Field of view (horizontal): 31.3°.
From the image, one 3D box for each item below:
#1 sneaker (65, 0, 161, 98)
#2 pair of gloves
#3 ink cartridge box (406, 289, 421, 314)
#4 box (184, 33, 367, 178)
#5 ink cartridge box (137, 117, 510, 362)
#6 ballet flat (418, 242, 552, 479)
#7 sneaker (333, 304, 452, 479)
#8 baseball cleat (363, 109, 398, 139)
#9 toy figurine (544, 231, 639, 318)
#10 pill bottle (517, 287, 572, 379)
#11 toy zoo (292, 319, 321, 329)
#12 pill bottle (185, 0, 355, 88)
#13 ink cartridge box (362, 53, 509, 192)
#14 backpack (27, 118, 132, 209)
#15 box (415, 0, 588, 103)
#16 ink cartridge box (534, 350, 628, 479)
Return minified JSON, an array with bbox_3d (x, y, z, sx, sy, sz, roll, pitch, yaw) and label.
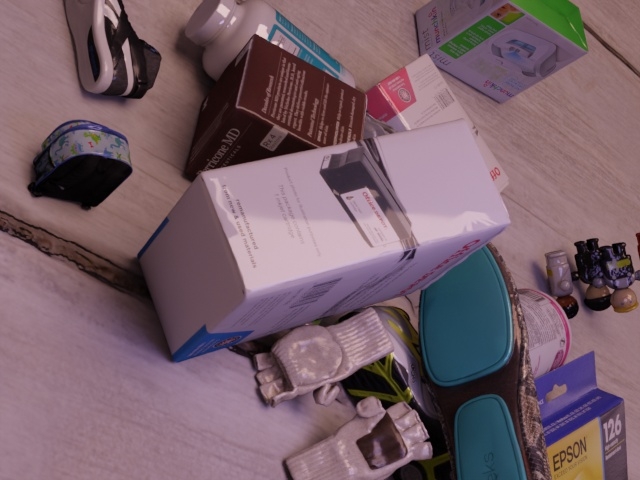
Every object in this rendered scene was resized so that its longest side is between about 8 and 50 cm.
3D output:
[{"bbox_3d":[-0.291,-0.300,1.635,0.121,0.079,0.216,9,68,-48],"label":"sneaker"},{"bbox_3d":[0.029,0.224,1.584,0.204,0.042,0.240,-16,76,-15],"label":"pair of gloves"},{"bbox_3d":[0.200,0.056,1.925,0.090,0.092,0.143,47,39,-15],"label":"ink cartridge box"},{"bbox_3d":[-0.062,-0.156,1.678,0.203,0.168,0.167,25,46,-19],"label":"box"},{"bbox_3d":[0.000,0.000,1.488,0.395,0.285,0.166,-14,76,-30],"label":"ink cartridge box"},{"bbox_3d":[0.242,0.227,1.619,0.182,0.164,0.482,44,32,-49],"label":"ballet flat"},{"bbox_3d":[0.165,0.262,1.712,0.147,0.145,0.384,-22,85,-51],"label":"sneaker"},{"bbox_3d":[0.099,-0.119,1.913,0.072,0.109,0.205,-27,89,-57],"label":"baseball cleat"},{"bbox_3d":[0.557,0.075,2.221,0.210,0.213,0.148,-16,95,-48],"label":"toy figurine"},{"bbox_3d":[0.282,0.180,1.880,0.283,0.160,0.160,-13,76,-50],"label":"pill bottle"},{"bbox_3d":[-0.026,-0.006,1.766,0.192,0.030,0.293,49,39,-13],"label":"toy zoo"},{"bbox_3d":[-0.082,-0.276,1.786,0.264,0.146,0.146,37,43,-27],"label":"pill bottle"},{"bbox_3d":[0.186,-0.165,2.032,0.283,0.117,0.207,56,38,-4],"label":"ink cartridge box"},{"bbox_3d":[-0.300,-0.105,1.457,0.105,0.114,0.084,14,56,-42],"label":"backpack"},{"bbox_3d":[0.363,-0.422,2.305,0.262,0.231,0.126,22,52,-39],"label":"box"},{"bbox_3d":[0.425,0.367,1.906,0.304,0.072,0.307,-14,103,-50],"label":"ink cartridge box"}]
